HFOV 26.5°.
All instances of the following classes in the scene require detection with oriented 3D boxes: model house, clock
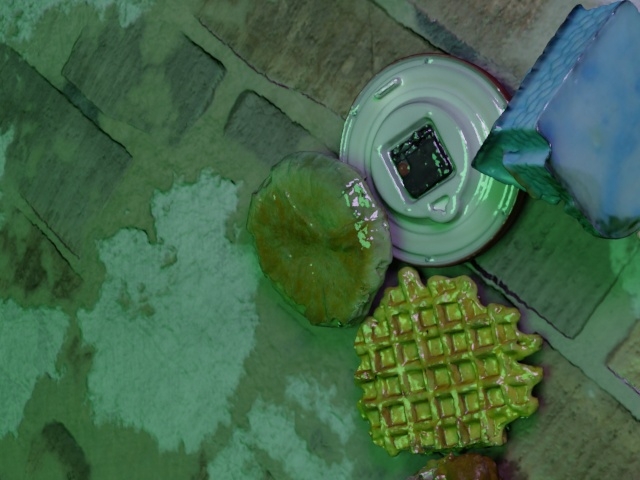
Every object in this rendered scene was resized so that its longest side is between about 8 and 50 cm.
[{"bbox_3d":[0.330,-0.148,1.815,0.261,0.226,0.241,-53,26,-17],"label":"model house"},{"bbox_3d":[0.160,-0.117,2.003,0.319,0.080,0.318,2,93,34],"label":"clock"}]

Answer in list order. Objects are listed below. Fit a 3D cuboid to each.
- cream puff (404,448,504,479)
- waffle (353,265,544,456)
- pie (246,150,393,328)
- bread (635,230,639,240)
[{"bbox_3d":[0.186,0.420,1.974,0.241,0.155,0.268,30,125,23],"label":"cream puff"},{"bbox_3d":[0.182,0.199,2.018,0.312,0.060,0.307,26,107,33],"label":"waffle"},{"bbox_3d":[0.000,0.000,2.095,0.306,0.071,0.306,23,121,44],"label":"pie"},{"bbox_3d":[0.485,0.040,1.753,0.127,0.152,0.147,-37,63,29],"label":"bread"}]
